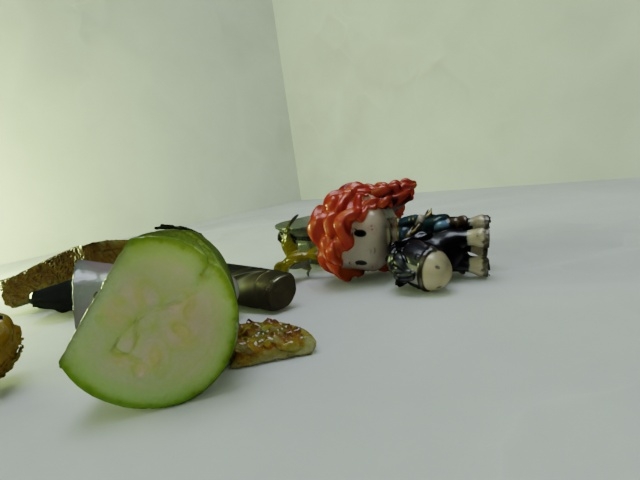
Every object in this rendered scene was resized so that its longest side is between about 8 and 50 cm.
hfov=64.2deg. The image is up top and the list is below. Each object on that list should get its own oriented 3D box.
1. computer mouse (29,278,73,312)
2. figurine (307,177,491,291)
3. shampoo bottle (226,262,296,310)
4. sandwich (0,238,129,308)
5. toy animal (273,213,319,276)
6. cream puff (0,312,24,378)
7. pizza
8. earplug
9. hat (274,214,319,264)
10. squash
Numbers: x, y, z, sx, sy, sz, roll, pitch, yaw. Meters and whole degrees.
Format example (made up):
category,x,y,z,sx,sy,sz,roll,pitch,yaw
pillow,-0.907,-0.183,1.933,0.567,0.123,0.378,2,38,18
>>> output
category,x,y,z,sx,sy,sz,roll,pitch,yaw
computer mouse,-0.581,0.133,1.285,0.269,0.087,0.137,-18,-6,-12
figurine,0.181,-0.003,1.151,0.411,0.241,0.306,23,51,38
shampoo bottle,-0.188,0.099,1.163,0.125,0.084,0.349,-19,14,-41
sandwich,-0.691,0.089,1.444,0.300,0.099,0.271,-22,-4,11
toy animal,-0.065,0.066,1.305,0.095,0.155,0.219,14,46,-16
cream puff,-0.569,0.188,0.807,0.188,0.130,0.189,-14,15,4
pizza,-0.091,0.158,0.817,0.174,0.046,0.134,-3,10,29
earplug,-0.312,0.114,1.011,0.300,0.173,0.172,-3,7,-16
hat,0.000,0.000,1.464,0.256,0.130,0.257,-8,8,1
squash,-0.235,0.092,0.796,0.210,0.234,0.309,28,2,-20
